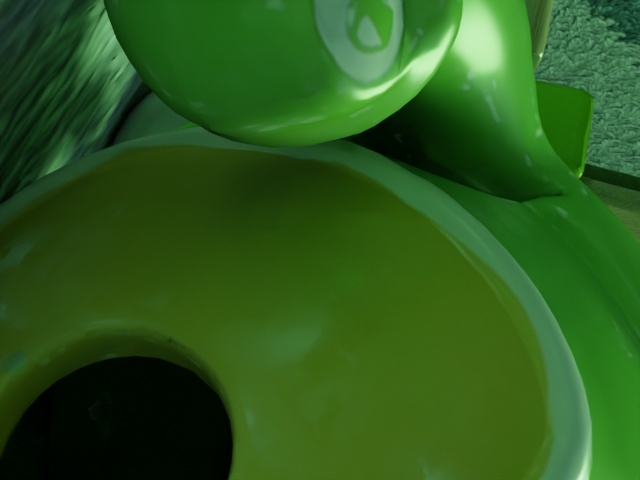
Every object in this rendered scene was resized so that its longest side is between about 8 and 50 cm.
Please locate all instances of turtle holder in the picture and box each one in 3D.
[{"bbox_3d":[-0.008,0.078,0.415,0.320,0.243,0.227,-48,167,33],"label":"turtle holder"}]

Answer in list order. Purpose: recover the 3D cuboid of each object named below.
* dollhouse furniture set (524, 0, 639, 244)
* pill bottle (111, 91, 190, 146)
[{"bbox_3d":[0.121,-0.116,0.726,0.197,0.151,0.301,121,-17,-65],"label":"dollhouse furniture set"},{"bbox_3d":[-0.024,-0.024,0.633,0.087,0.087,0.160,-58,179,10],"label":"pill bottle"}]
